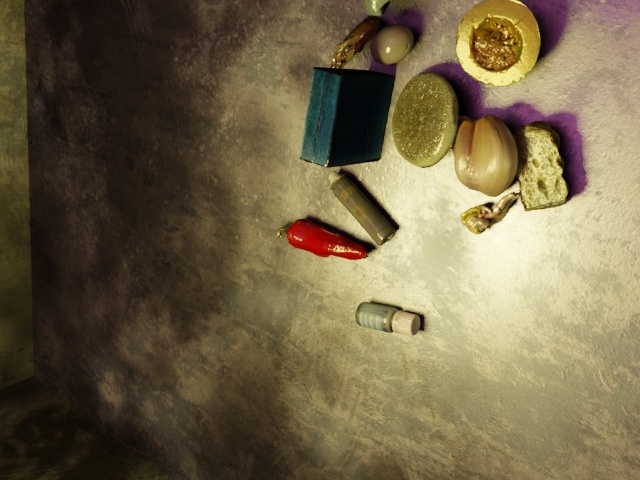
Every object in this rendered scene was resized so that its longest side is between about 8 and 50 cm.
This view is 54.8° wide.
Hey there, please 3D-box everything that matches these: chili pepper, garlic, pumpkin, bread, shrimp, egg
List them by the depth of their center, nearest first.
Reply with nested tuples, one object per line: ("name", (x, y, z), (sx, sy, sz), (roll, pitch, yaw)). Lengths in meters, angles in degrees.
("pumpkin", (0.461, -0.506, 1.576), (0.217, 0.110, 0.217), (13, 118, 26))
("bread", (0.565, -0.190, 1.578), (0.128, 0.088, 0.232), (-5, 104, 48))
("garlic", (0.423, -0.216, 1.634), (0.217, 0.110, 0.228), (11, 119, 62))
("bread", (0.284, -0.336, 1.726), (0.267, 0.040, 0.267), (2, 93, 57))
("egg", (0.202, -0.556, 1.752), (0.135, 0.103, 0.103), (-23, 87, 39))
("shrimp", (0.077, -0.566, 1.841), (0.066, 0.117, 0.262), (35, 125, -12))
("chili pepper", (0.000, 0.000, 2.040), (0.387, 0.110, 0.110), (19, 112, 32))

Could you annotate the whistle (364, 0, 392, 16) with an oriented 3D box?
("whistle", (0.214, -0.818, 1.666), (0.168, 0.188, 0.405), (26, 82, 36))

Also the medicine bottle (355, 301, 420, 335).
("medicine bottle", (0.212, 0.248, 1.949), (0.203, 0.083, 0.084), (7, 105, 37))

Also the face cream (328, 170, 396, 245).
("face cream", (0.122, -0.108, 1.940), (0.283, 0.073, 0.073), (50, 125, 17))

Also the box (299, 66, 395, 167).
("box", (0.081, -0.357, 1.782), (0.116, 0.279, 0.262), (22, 113, 34))

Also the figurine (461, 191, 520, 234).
("figurine", (0.464, -0.082, 1.690), (0.187, 0.083, 0.083), (-44, 74, 42))
